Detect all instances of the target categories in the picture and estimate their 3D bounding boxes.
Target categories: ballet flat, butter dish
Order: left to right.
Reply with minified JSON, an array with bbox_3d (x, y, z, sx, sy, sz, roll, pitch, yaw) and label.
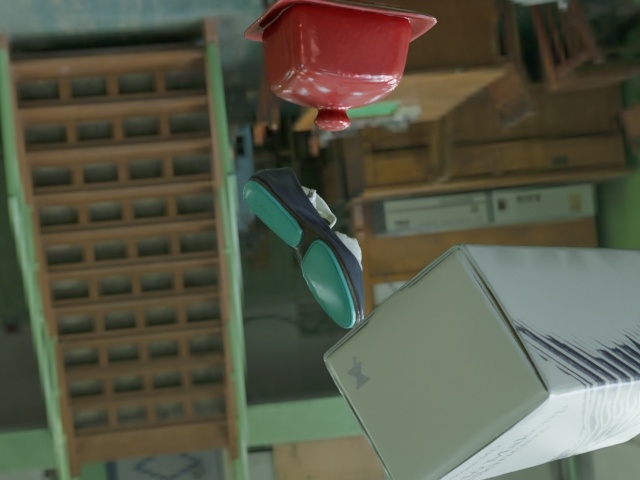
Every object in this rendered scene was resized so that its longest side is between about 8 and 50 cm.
[{"bbox_3d":[0.000,0.000,1.324,0.074,0.203,0.074,-34,162,-13],"label":"ballet flat"},{"bbox_3d":[0.014,-0.164,1.213,0.160,0.118,0.160,6,174,-18],"label":"butter dish"}]

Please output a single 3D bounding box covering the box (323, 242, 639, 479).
[{"bbox_3d":[0.136,0.068,0.728,0.113,0.094,0.275,-43,155,30],"label":"box"}]
